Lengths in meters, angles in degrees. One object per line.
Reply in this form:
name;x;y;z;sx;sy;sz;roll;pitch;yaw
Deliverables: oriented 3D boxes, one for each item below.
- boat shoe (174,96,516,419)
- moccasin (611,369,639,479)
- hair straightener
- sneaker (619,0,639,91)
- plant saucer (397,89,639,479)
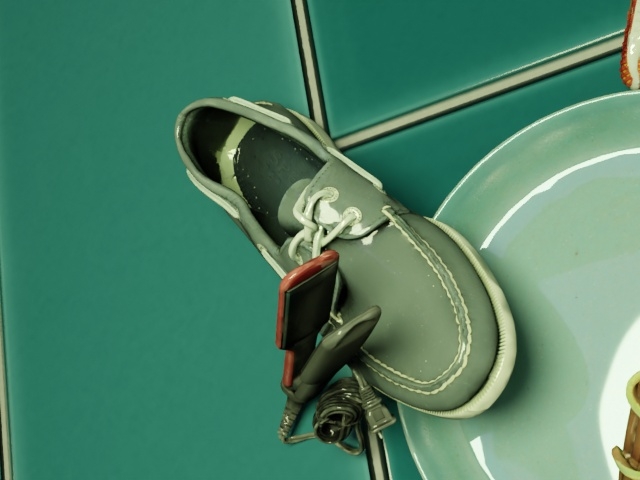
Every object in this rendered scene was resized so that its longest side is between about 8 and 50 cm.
boat shoe;0.000;0.000;0.722;0.116;0.099;0.319;-56;45;15
moccasin;0.223;0.059;0.543;0.139;0.147;0.380;16;86;31
hair straightener;0.003;0.095;0.684;0.047;0.230;0.089;-30;69;-24
sneaker;0.234;-0.176;0.706;0.067;0.064;0.175;7;86;10
plant saucer;0.196;0.065;0.668;0.318;0.044;0.317;-8;73;27
